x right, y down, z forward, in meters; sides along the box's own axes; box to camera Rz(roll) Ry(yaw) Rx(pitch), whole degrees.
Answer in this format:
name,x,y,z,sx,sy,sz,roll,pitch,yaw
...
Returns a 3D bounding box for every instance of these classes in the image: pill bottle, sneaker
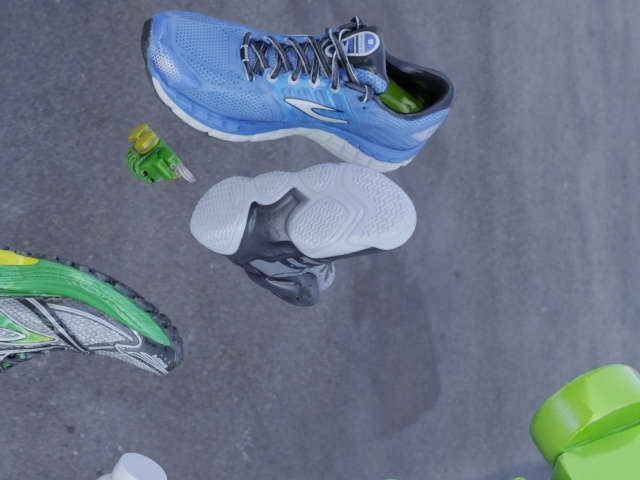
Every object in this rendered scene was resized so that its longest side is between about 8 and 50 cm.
name,x,y,z,sx,sy,sz,roll,pitch,yaw
pill bottle,-0.277,0.373,1.033,0.094,0.094,0.169,25,99,-47
sneaker,-0.009,-0.169,0.755,0.330,0.147,0.129,8,64,-28
sneaker,0.000,0.000,0.826,0.153,0.269,0.101,48,54,-44
sneaker,-0.315,0.089,0.836,0.134,0.344,0.146,99,6,-77

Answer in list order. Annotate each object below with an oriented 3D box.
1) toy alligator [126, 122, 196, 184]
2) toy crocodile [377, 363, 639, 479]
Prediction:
name,x,y,z,sx,sy,sz,roll,pitch,yaw
toy alligator,-0.188,-0.085,0.870,0.051,0.190,0.056,-42,122,-3
toy crocodile,0.101,0.157,0.369,0.341,0.115,0.105,-21,139,-13
